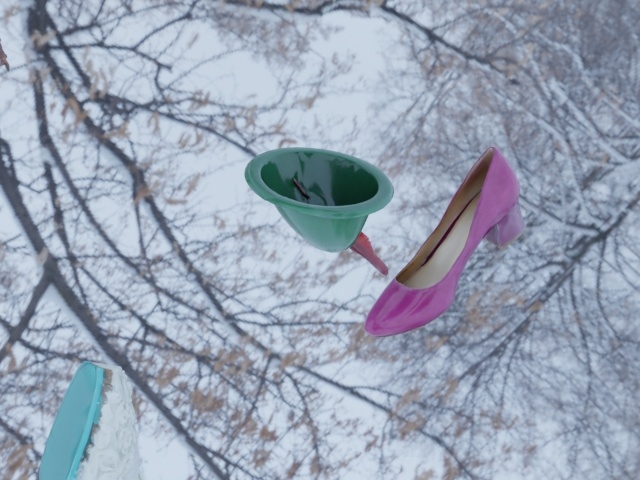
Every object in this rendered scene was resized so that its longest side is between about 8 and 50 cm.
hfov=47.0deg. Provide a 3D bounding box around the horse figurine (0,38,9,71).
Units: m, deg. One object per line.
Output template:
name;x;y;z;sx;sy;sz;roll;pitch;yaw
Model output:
horse figurine;-0.473;-0.392;1.031;0.066;0.263;0.174;-7;-125;-35

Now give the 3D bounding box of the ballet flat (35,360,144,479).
ballet flat;-0.304;0.338;0.927;0.147;0.409;0.147;24;-174;-3

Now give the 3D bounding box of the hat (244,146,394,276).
hat;0.000;0.000;0.938;0.208;0.183;0.173;9;-148;-1

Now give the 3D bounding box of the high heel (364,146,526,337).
high heel;0.198;0.002;1.278;0.127;0.377;0.181;24;148;52
